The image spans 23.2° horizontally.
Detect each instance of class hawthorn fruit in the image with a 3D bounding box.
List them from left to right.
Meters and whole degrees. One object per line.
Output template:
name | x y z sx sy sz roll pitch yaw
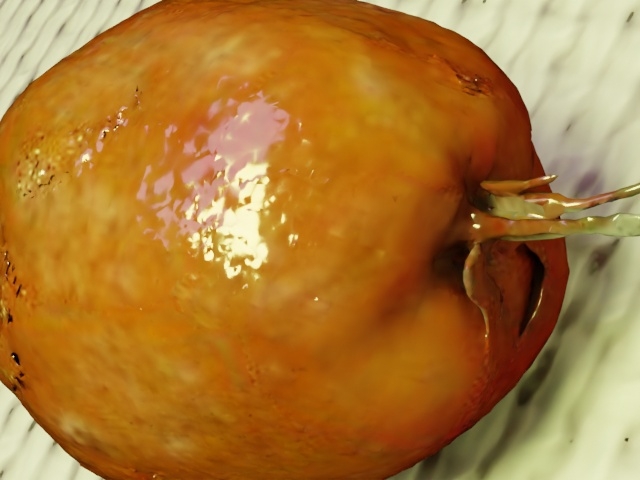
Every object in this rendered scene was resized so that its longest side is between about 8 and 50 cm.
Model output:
hawthorn fruit | 0.000 0.000 0.587 0.299 0.211 0.211 -2 58 48
